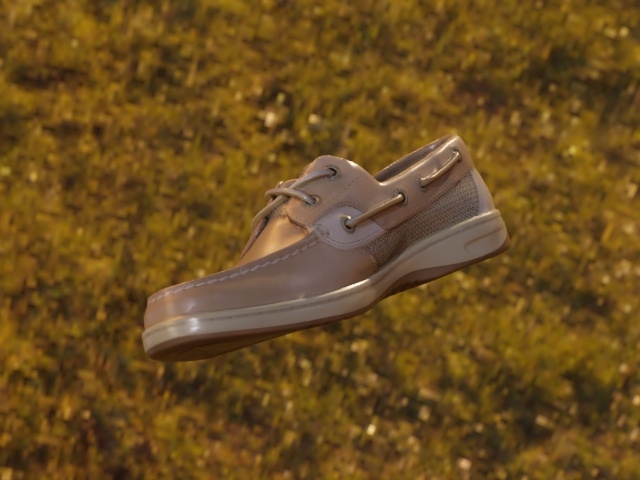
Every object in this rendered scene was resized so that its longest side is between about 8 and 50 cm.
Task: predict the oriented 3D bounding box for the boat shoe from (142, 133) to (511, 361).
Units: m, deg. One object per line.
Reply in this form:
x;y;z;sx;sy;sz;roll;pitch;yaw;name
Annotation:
0.000;0.000;1.111;0.302;0.109;0.098;-19;91;-43;boat shoe
